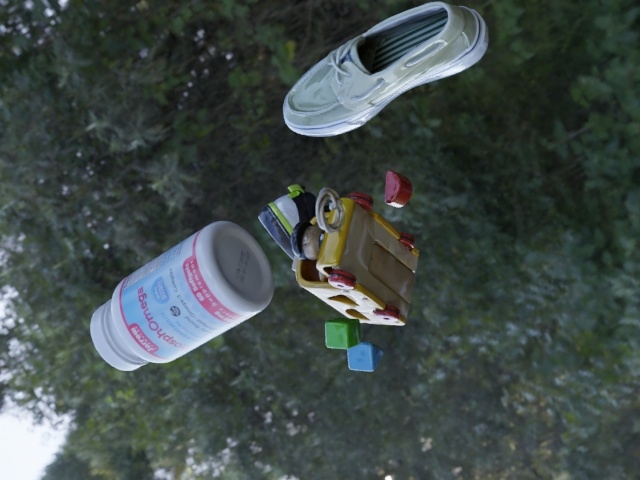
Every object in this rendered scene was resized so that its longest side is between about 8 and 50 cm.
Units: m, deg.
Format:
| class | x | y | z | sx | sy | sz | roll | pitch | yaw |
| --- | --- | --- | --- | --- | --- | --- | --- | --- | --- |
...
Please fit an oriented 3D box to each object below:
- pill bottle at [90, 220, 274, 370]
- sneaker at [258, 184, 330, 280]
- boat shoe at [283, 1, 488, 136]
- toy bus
| class | x | y | z | sx | sy | sz | roll | pitch | yaw |
| --- | --- | --- | --- | --- | --- | --- | --- | --- | --- |
| pill bottle | -0.125 | 0.054 | 0.823 | 0.087 | 0.160 | 0.087 | 38 | -145 | -33 |
| sneaker | 0.000 | 0.000 | 1.386 | 0.084 | 0.097 | 0.234 | 50 | 180 | 37 |
| boat shoe | 0.062 | -0.224 | 1.187 | 0.094 | 0.302 | 0.109 | 18 | -125 | -51 |
| toy bus | 0.022 | 0.019 | 1.002 | 0.191 | 0.104 | 0.202 | -35 | -62 | -51 |
